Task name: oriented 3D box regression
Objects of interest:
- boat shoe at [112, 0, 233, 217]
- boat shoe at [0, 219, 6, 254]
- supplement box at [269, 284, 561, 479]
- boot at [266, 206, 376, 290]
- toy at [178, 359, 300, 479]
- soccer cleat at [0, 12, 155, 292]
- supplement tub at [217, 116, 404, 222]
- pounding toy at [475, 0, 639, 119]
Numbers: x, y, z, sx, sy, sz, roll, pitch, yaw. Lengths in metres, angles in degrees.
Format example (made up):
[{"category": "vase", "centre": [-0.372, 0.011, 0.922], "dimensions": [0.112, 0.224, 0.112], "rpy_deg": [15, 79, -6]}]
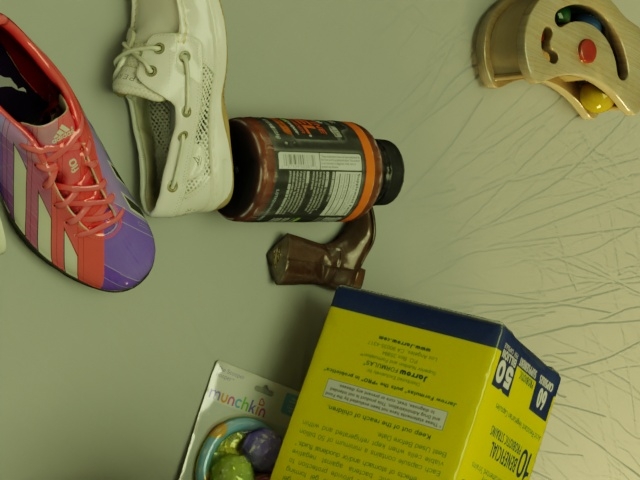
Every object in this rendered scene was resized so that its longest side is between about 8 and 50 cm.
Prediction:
[{"category": "boat shoe", "centre": [-0.148, -0.154, 1.437], "dimensions": [0.096, 0.098, 0.277], "rpy_deg": [-17, 105, -36]}, {"category": "boat shoe", "centre": [-0.371, -0.098, 1.268], "dimensions": [0.091, 0.109, 0.305], "rpy_deg": [-39, 110, -28]}, {"category": "supplement box", "centre": [0.080, 0.255, 1.549], "dimensions": [0.194, 0.195, 0.356], "rpy_deg": [37, 69, -57]}, {"category": "boot", "centre": [0.000, 0.000, 1.606], "dimensions": [0.114, 0.037, 0.106], "rpy_deg": [10, 86, -33]}, {"category": "toy", "centre": [-0.077, 0.257, 1.553], "dimensions": [0.137, 0.056, 0.237], "rpy_deg": [26, 78, -37]}, {"category": "soccer cleat", "centre": [-0.238, -0.073, 1.362], "dimensions": [0.108, 0.116, 0.318], "rpy_deg": [-46, 119, -25]}, {"category": "supplement tub", "centre": [-0.011, -0.070, 1.546], "dimensions": [0.198, 0.106, 0.106], "rpy_deg": [-1, 94, -38]}, {"category": "pounding toy", "centre": [0.286, -0.226, 1.728], "dimensions": [0.269, 0.155, 0.154], "rpy_deg": [35, 68, -34]}]
